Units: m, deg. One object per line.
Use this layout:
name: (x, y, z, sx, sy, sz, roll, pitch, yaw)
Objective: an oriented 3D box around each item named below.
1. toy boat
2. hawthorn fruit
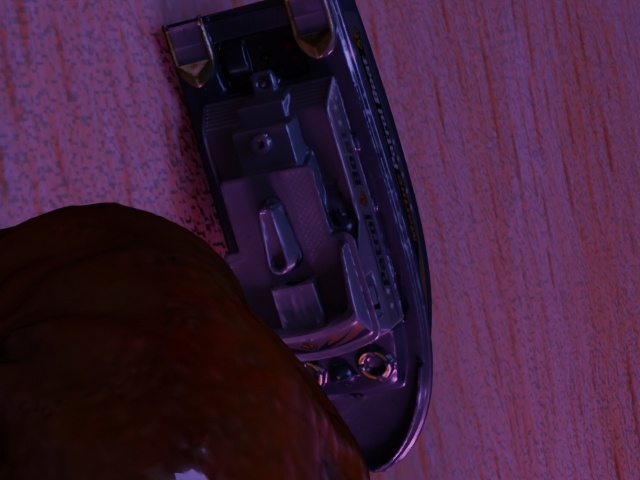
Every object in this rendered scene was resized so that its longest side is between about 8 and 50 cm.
toy boat: (-0.002, -0.001, 0.987, 0.122, 0.114, 0.296, -34, 111, -64)
hawthorn fruit: (-0.100, 0.119, 0.683, 0.258, 0.258, 0.262, -50, 144, -52)
